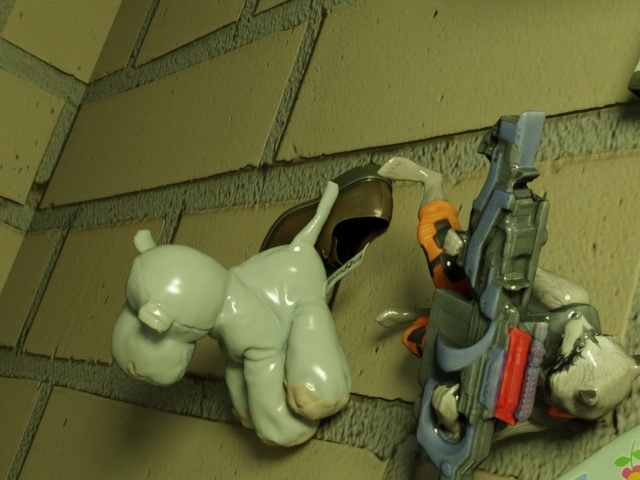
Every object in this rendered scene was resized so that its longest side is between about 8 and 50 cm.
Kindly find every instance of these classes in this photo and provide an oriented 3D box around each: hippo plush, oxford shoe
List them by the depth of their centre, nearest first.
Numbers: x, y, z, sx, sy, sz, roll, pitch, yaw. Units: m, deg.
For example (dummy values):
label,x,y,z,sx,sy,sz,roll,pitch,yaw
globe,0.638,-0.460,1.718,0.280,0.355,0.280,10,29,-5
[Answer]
label,x,y,z,sx,sy,sz,roll,pitch,yaw
hippo plush,-0.104,0.101,1.121,0.294,0.236,0.234,-59,39,32
oxford shoe,0.000,0.000,1.248,0.227,0.082,0.096,-38,44,36

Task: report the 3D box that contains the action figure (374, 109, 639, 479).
label,x,y,z,sx,sy,sz,roll,pitch,yaw
action figure,0.168,0.033,0.901,0.330,0.178,0.341,46,130,52

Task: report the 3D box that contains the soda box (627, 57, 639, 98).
label,x,y,z,sx,sy,sz,roll,pitch,yaw
soda box,0.350,-0.202,0.923,0.060,0.053,0.169,13,77,57

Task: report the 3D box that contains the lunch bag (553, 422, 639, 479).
label,x,y,z,sx,sy,sz,roll,pitch,yaw
lunch bag,0.228,0.277,0.641,0.223,0.160,0.262,-41,53,24
